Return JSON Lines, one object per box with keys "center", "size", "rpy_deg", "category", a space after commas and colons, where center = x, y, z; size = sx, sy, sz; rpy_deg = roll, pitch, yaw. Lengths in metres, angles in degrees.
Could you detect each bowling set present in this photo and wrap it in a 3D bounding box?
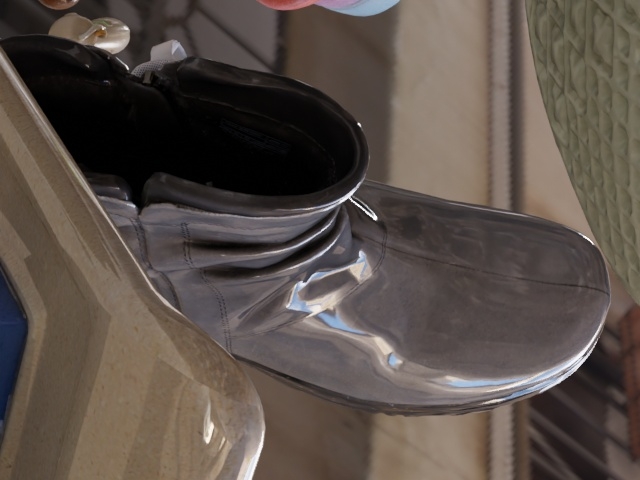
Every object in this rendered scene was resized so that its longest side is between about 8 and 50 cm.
{"center": [-0.280, -0.178, 1.619], "size": [0.287, 0.200, 0.154], "rpy_deg": [-16, -177, 18], "category": "bowling set"}

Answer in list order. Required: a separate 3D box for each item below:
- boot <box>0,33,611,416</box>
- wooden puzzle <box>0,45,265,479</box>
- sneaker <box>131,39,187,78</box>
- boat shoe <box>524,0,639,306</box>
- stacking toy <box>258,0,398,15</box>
{"center": [0.000, 0.000, 0.776], "size": [0.222, 0.338, 0.118], "rpy_deg": [115, -23, -70], "category": "boot"}
{"center": [-0.168, 0.082, 0.602], "size": [0.348, 0.080, 0.322], "rpy_deg": [46, -54, 45], "category": "wooden puzzle"}
{"center": [-0.151, 0.006, 1.217], "size": [0.137, 0.210, 0.366], "rpy_deg": [4, -146, 14], "category": "sneaker"}
{"center": [0.161, -0.213, 0.637], "size": [0.187, 0.156, 0.500], "rpy_deg": [117, -27, -73], "category": "boat shoe"}
{"center": [-0.018, -0.320, 1.204], "size": [0.309, 0.130, 0.279], "rpy_deg": [34, -63, 40], "category": "stacking toy"}
